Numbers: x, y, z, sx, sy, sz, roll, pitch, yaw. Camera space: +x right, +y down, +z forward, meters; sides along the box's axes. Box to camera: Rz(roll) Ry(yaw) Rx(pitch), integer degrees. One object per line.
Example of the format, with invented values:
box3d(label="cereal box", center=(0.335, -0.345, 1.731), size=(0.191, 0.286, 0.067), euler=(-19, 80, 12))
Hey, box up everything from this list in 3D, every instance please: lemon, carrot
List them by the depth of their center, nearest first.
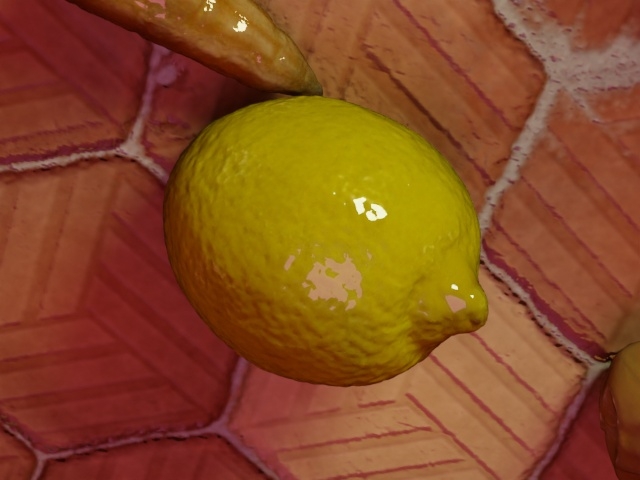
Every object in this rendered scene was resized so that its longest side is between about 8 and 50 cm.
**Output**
box3d(label="carrot", center=(-0.081, -0.141, 0.965), size=(0.205, 0.072, 0.072), euler=(32, 119, -21))
box3d(label="lemon", center=(0.000, 0.000, 0.987), size=(0.244, 0.187, 0.187), euler=(28, 126, 22))

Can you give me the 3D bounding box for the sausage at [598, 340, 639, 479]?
box3d(label="sausage", center=(0.319, 0.123, 1.089), size=(0.241, 0.120, 0.136), euler=(-2, 135, 3))
